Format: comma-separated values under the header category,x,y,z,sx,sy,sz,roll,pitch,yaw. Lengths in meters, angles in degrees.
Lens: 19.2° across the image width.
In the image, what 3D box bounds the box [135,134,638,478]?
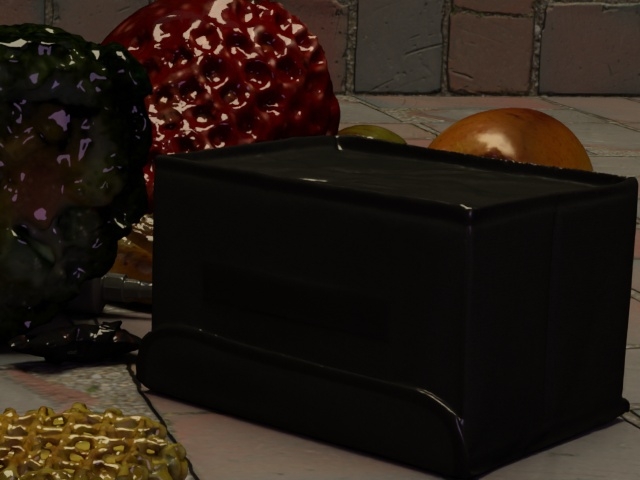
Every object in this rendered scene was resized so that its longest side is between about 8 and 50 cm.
category,x,y,z,sx,sy,sz,roll,pitch,yaw
box,0.055,0.037,1.554,0.345,0.204,0.251,11,14,38

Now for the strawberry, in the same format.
category,x,y,z,sx,sy,sz,roll,pitch,yaw
strawberry,-0.161,-0.118,2.157,0.317,0.295,0.345,8,33,17

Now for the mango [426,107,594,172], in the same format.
category,x,y,z,sx,sy,sz,roll,pitch,yaw
mango,0.224,-0.036,2.077,0.201,0.199,0.350,39,12,21

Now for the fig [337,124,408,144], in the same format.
category,x,y,z,sx,sy,sz,roll,pitch,yaw
fig,0.030,-0.062,2.281,0.186,0.148,0.142,-25,-1,22

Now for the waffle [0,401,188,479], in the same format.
category,x,y,z,sx,sy,sz,roll,pitch,yaw
waffle,-0.185,0.154,1.343,0.191,0.038,0.191,2,11,0

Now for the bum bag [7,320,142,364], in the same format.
category,x,y,z,sx,sy,sz,roll,pitch,yaw
bum bag,-0.211,0.091,1.670,0.124,0.034,0.058,-5,4,-35

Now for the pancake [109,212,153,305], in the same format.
category,x,y,z,sx,sy,sz,roll,pitch,yaw
pancake,-0.124,-0.008,1.950,0.244,0.057,0.266,-35,48,-29

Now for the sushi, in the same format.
category,x,y,z,sx,sy,sz,roll,pitch,yaw
sushi,-0.334,-0.050,1.702,0.352,0.294,0.178,-5,15,-23

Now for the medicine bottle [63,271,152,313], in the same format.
category,x,y,z,sx,sy,sz,roll,pitch,yaw
medicine bottle,-0.248,0.042,1.855,0.199,0.058,0.057,3,11,9
